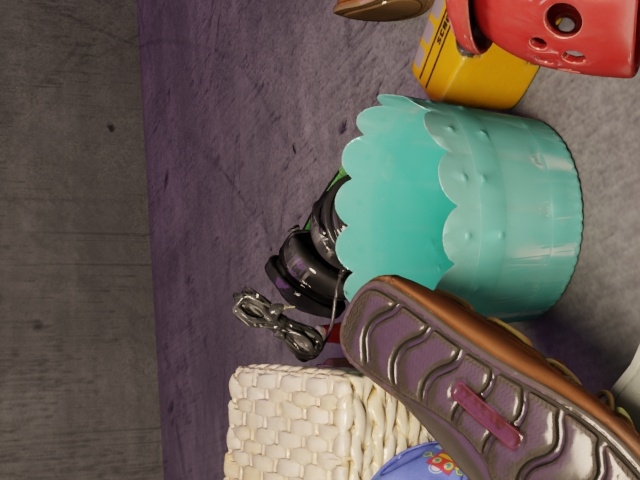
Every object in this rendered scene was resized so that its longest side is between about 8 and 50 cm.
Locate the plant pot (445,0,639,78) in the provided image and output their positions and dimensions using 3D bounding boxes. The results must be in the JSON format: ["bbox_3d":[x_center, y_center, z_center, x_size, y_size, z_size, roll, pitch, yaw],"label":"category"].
[{"bbox_3d":[0.214,-0.249,0.890,0.174,0.191,0.191,9,99,23],"label":"plant pot"}]

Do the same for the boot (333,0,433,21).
[{"bbox_3d":[0.105,-0.426,1.315,0.283,0.109,0.220,164,104,-64],"label":"boot"}]

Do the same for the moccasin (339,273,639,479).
[{"bbox_3d":[0.181,0.163,0.852,0.380,0.147,0.139,33,110,37],"label":"moccasin"}]

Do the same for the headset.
[{"bbox_3d":[0.000,0.000,1.332,0.243,0.185,0.394,-48,18,39],"label":"headset"}]

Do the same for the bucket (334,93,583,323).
[{"bbox_3d":[0.149,-0.024,1.108,0.281,0.183,0.281,-178,90,-67],"label":"bucket"}]

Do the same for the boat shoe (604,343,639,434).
[{"bbox_3d":[0.326,0.095,0.805,0.114,0.091,0.303,62,144,35],"label":"boat shoe"}]

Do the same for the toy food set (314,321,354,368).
[{"bbox_3d":[0.053,0.142,1.420,0.111,0.104,0.232,-132,47,-58],"label":"toy food set"}]

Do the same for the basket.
[{"bbox_3d":[0.063,0.309,1.150,0.331,0.266,0.329,-8,77,61],"label":"basket"}]

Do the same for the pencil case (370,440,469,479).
[{"bbox_3d":[0.154,0.342,0.939,0.119,0.133,0.306,-15,112,46],"label":"pencil case"}]

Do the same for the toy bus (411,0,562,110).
[{"bbox_3d":[0.212,-0.300,1.070,0.130,0.108,0.333,-112,32,-46],"label":"toy bus"}]
